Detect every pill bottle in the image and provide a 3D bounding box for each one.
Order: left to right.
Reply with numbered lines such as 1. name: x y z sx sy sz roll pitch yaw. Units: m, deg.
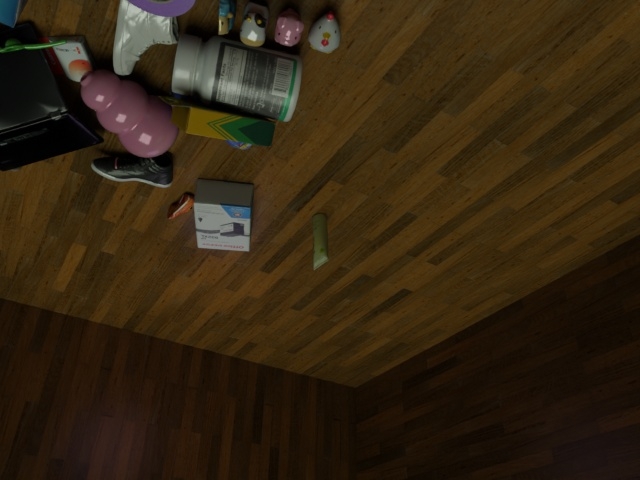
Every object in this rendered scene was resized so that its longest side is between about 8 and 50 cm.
1. pill bottle: -0.247 -0.489 1.758 0.361 0.204 0.204 10 144 -12

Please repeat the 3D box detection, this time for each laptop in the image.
1. laptop: -0.981 -0.436 1.895 0.381 0.236 0.408 -15 168 1

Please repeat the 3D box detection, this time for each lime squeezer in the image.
1. lime squeezer: -0.906 -0.591 1.705 0.310 0.110 0.059 21 167 -14

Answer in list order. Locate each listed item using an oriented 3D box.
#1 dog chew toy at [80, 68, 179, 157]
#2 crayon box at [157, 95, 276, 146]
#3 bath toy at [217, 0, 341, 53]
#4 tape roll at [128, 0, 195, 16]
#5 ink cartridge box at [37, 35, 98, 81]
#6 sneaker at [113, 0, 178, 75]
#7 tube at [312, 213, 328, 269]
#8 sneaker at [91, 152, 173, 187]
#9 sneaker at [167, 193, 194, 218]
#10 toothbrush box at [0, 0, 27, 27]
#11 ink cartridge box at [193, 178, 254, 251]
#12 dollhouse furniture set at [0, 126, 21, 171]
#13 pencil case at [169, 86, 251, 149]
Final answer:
1. dog chew toy: -0.613 -0.412 1.874 0.206 0.207 0.332 -21 140 29
2. crayon box: -0.321 -0.362 1.782 0.318 0.202 0.081 6 107 -28
3. bath toy: -0.106 -0.600 1.638 0.348 0.151 0.129 6 160 -10
4. tape roll: -0.422 -0.708 1.487 0.274 0.090 0.275 15 149 9
5. ink cartridge box: -0.795 -0.558 1.818 0.179 0.045 0.145 -3 144 1
6. sneaker: -0.505 -0.580 1.721 0.169 0.108 0.292 16 141 -14
7. tube: 0.000 0.000 2.415 0.062 0.240 0.070 -2 146 1
8. sneaker: -0.676 -0.288 2.155 0.295 0.105 0.147 9 143 -21
9. sneaker: -0.567 -0.127 2.410 0.175 0.064 0.067 -26 147 38
10. toothbrush box: -0.877 -0.701 1.466 0.295 0.216 0.126 20 141 -26
11. ink cartridge box: -0.389 -0.095 2.389 0.223 0.129 0.307 4 145 -5
12. dollhouse furniture set: -1.182 -0.330 2.053 0.242 0.161 0.212 8 144 -9
13. pencil case: -0.347 -0.412 1.941 0.306 0.119 0.133 27 117 -32
